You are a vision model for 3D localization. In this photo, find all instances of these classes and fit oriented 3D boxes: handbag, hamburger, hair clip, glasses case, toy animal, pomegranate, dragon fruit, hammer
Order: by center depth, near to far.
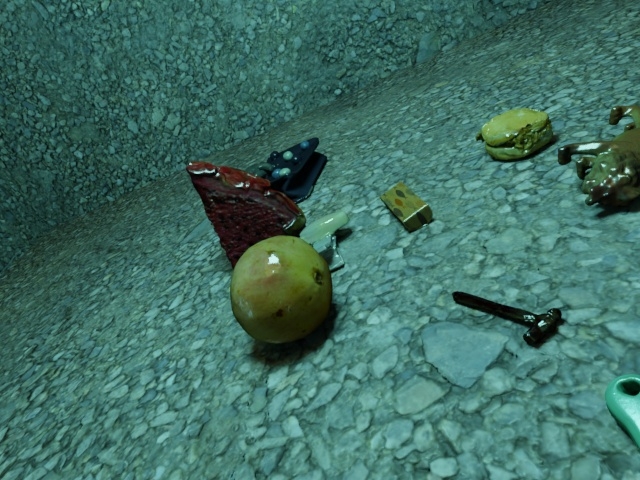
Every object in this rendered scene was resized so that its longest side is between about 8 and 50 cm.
[{"bbox_3d":[0.254,0.100,0.694,0.065,0.021,0.178,-39,28,-21],"label":"hammer"},{"bbox_3d":[0.544,-0.152,0.832,0.313,0.097,0.158,-32,38,-16],"label":"toy animal"},{"bbox_3d":[-0.073,0.087,0.843,0.192,0.191,0.191,-21,26,11],"label":"pomegranate"},{"bbox_3d":[0.190,-0.076,1.059,0.065,0.041,0.170,-37,26,6],"label":"glasses case"},{"bbox_3d":[-0.003,0.000,1.079,0.159,0.071,0.218,-24,22,11],"label":"hair clip"},{"bbox_3d":[0.442,-0.243,1.087,0.138,0.083,0.147,-27,27,-10],"label":"hamburger"},{"bbox_3d":[-0.202,-0.070,1.170,0.303,0.330,0.240,-9,52,28],"label":"dragon fruit"},{"bbox_3d":[-0.139,-0.214,1.545,0.269,0.118,0.325,-15,26,24],"label":"handbag"}]

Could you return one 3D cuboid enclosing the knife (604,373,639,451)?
[{"bbox_3d":[0.306,0.226,0.408,0.063,0.034,0.260,-20,30,23],"label":"knife"}]
